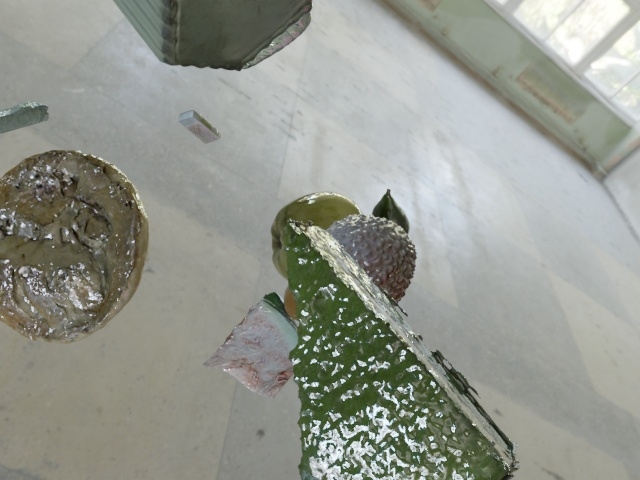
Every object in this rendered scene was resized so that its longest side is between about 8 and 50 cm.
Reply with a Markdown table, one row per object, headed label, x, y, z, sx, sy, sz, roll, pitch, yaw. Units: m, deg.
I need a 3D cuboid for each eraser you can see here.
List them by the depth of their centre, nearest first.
| label | x | y | z | sx | sy | sz | roll | pitch | yaw |
| --- | --- | --- | --- | --- | --- | --- | --- | --- | --- |
| eraser | -0.227 | -0.213 | 1.094 | 0.083 | 0.038 | 0.019 | 37 | 48 | -54 |

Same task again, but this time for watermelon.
| label | x | y | z | sx | sy | sz | roll | pitch | yaw |
| --- | --- | --- | --- | --- | --- | --- | --- | --- | --- |
| watermelon | -0.141 | 0.237 | 1.384 | 0.193 | 0.310 | 0.232 | 31 | 66 | -13 |

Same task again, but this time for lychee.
| label | x | y | z | sx | sy | sz | roll | pitch | yaw |
| --- | --- | --- | --- | --- | --- | --- | --- | --- | --- |
| lychee | 0.060 | 0.043 | 0.893 | 0.197 | 0.165 | 0.165 | -37 | 79 | -24 |

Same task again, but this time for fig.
| label | x | y | z | sx | sy | sz | roll | pitch | yaw |
| --- | --- | --- | --- | --- | --- | --- | --- | --- | --- |
| fig | 0.191 | -0.074 | 1.652 | 0.178 | 0.117 | 0.117 | 64 | 9 | -46 |

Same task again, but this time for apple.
| label | x | y | z | sx | sy | sz | roll | pitch | yaw |
| --- | --- | --- | --- | --- | --- | --- | --- | --- | --- |
| apple | 0.000 | 0.000 | 1.458 | 0.262 | 0.262 | 0.263 | 29 | 33 | -21 |

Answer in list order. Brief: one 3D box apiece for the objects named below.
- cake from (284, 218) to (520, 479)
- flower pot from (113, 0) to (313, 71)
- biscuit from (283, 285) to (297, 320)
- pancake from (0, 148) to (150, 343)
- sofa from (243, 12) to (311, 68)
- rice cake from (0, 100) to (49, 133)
| label | x | y | z | sx | sy | sz | roll | pitch | yaw |
| --- | --- | --- | --- | --- | --- | --- | --- | --- | --- |
| cake | 0.020 | 0.133 | 0.541 | 0.284 | 0.172 | 0.158 | 50 | 7 | 20 |
| flower pot | -0.125 | -0.320 | 0.613 | 0.190 | 0.209 | 0.239 | 50 | 32 | 10 |
| biscuit | 0.016 | 0.111 | 1.151 | 0.170 | 0.170 | 0.050 | 29 | 39 | -21 |
| pancake | -0.493 | 0.008 | 1.099 | 0.387 | 0.386 | 0.082 | 52 | 5 | 15 |
| sofa | -0.144 | -0.490 | 1.147 | 0.226 | 0.175 | 0.210 | 58 | 4 | -33 |
| rice cake | -0.286 | -0.098 | 0.493 | 0.022 | 0.022 | 0.121 | 16 | 29 | 23 |
